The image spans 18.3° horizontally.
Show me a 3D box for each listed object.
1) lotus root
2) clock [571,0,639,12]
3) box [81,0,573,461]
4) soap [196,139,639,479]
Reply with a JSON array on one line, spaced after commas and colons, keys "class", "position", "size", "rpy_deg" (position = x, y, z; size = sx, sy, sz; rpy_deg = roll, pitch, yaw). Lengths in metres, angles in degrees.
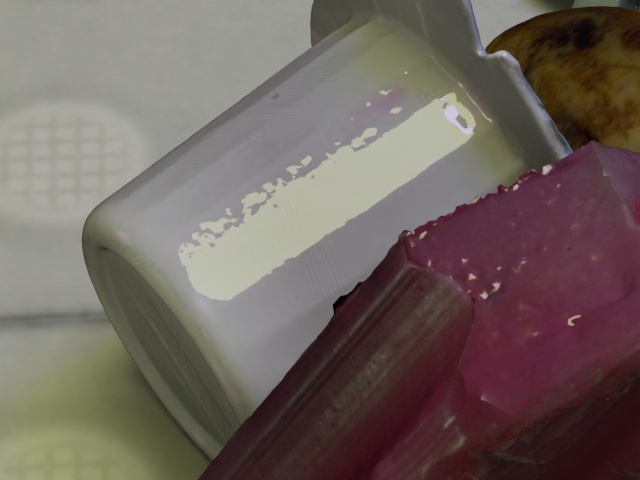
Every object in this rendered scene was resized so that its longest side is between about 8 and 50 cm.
[{"class": "lotus root", "position": [0.188, -0.050, 1.145], "size": [0.193, 0.193, 0.291], "rpy_deg": [-18, 23, -17]}, {"class": "clock", "position": [0.248, -0.125, 1.266], "size": [0.062, 0.151, 0.191], "rpy_deg": [-1, 49, -39]}, {"class": "box", "position": [0.000, 0.000, 1.060], "size": [0.206, 0.291, 0.262], "rpy_deg": [-36, 59, -18]}, {"class": "soap", "position": [0.096, 0.088, 0.937], "size": [0.220, 0.325, 0.127], "rpy_deg": [11, 42, -40]}]
